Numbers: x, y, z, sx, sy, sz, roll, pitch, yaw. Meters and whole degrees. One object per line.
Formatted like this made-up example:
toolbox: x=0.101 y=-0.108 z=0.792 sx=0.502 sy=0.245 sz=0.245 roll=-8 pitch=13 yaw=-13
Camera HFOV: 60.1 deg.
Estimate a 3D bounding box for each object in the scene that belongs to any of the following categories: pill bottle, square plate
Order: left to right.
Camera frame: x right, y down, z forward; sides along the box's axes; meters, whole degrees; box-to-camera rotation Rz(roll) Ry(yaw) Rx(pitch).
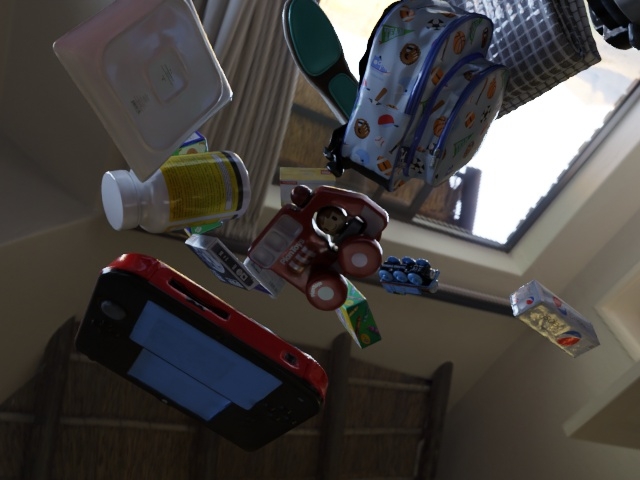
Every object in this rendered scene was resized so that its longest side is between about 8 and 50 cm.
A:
square plate: x=-0.345 y=-0.357 z=1.204 sx=0.049 sy=0.347 sz=0.344 roll=16 pitch=-125 yaw=33
pill bottle: x=-0.362 y=-0.122 z=1.399 sx=0.334 sy=0.188 sz=0.188 roll=-13 pitch=-128 yaw=-38

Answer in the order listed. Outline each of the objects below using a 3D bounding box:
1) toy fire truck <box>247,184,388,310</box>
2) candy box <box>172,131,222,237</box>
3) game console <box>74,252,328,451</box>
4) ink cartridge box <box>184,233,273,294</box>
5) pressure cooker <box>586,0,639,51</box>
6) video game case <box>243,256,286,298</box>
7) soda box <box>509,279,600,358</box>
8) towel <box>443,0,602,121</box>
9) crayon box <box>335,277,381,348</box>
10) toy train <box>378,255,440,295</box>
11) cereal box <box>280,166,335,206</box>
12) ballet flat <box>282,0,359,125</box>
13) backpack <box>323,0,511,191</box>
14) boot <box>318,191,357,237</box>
toy fire truck: x=0.000 y=0.000 z=1.315 sx=0.254 sy=0.302 sz=0.169 roll=35 pitch=-153 yaw=-12
candy box: x=-0.433 y=-0.211 z=1.728 sx=0.122 sy=0.317 sz=0.268 roll=-25 pitch=-138 yaw=-23
game console: x=-0.207 y=0.205 z=0.903 sx=0.387 sy=0.342 sz=0.060 roll=35 pitch=-137 yaw=-8
ink cartridge box: x=-0.237 y=0.072 z=1.408 sx=0.208 sy=0.206 sz=0.045 roll=48 pitch=-108 yaw=-22
pressure cooker: x=0.714 y=-0.595 z=1.081 sx=0.370 sy=0.420 sz=0.375 roll=-41 pitch=-75 yaw=-20
video game case: x=-0.154 y=0.067 z=1.790 sx=0.022 sy=0.190 sz=0.173 roll=7 pitch=-125 yaw=38
soda box: x=0.527 y=0.179 z=1.244 sx=0.216 sy=0.074 sz=0.069 roll=34 pitch=-145 yaw=-22
towel: x=0.302 y=-0.369 z=0.930 sx=0.121 sy=0.235 sz=0.283 roll=-10 pitch=-101 yaw=-35
crayon box: x=0.109 y=0.245 z=1.962 sx=0.081 sy=0.165 sz=0.278 roll=-25 pitch=-160 yaw=-7
toy train: x=0.245 y=0.102 z=1.526 sx=0.080 sy=0.184 sz=0.105 roll=-55 pitch=-52 yaw=-28
cereal box: x=-0.045 y=-0.169 z=1.795 sx=0.173 sy=0.240 sz=0.047 roll=1 pitch=-108 yaw=-4
ballet flat: x=0.013 y=-0.446 z=1.459 sx=0.400 sy=0.139 sz=0.139 roll=54 pitch=-153 yaw=-21
backpack: x=0.159 y=-0.224 z=0.843 sx=0.213 sy=0.263 sz=0.276 roll=22 pitch=-143 yaw=23
boot: x=0.065 y=-0.097 z=1.871 sx=0.137 sy=0.077 sz=0.197 roll=29 pitch=-123 yaw=-36
